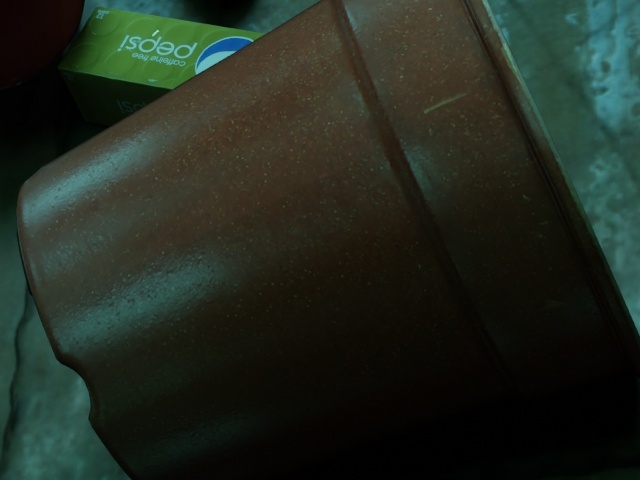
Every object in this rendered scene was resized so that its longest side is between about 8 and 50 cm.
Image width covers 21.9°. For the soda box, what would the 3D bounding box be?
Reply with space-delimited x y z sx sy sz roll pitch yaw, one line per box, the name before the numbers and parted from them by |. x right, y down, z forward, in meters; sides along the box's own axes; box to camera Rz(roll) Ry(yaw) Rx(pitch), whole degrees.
soda box | -0.081 -0.104 1.106 0.181 0.058 0.061 12 57 25

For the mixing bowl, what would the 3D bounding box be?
mixing bowl | -0.229 -0.165 1.125 0.181 0.098 0.181 -13 41 11

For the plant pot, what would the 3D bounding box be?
plant pot | 0.000 0.000 0.883 0.265 0.272 0.272 -24 49 7
